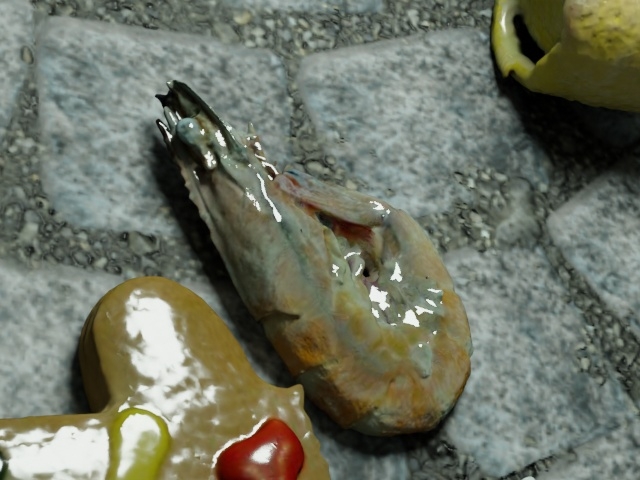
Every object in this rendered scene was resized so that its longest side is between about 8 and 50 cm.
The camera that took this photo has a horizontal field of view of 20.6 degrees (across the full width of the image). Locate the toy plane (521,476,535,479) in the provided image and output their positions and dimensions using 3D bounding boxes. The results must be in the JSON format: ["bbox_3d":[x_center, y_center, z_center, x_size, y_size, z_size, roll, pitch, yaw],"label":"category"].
[{"bbox_3d":[0.156,0.291,1.152,0.267,0.122,0.266,10,62,-20],"label":"toy plane"}]

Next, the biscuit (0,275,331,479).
[{"bbox_3d":[-0.154,0.199,1.088,0.394,0.076,0.368,-9,68,-28],"label":"biscuit"}]

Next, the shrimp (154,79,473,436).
[{"bbox_3d":[0.000,0.000,1.281,0.164,0.062,0.317,-32,84,-39],"label":"shrimp"}]

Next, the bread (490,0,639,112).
[{"bbox_3d":[0.241,-0.201,1.431,0.171,0.197,0.197,4,61,-15],"label":"bread"}]
